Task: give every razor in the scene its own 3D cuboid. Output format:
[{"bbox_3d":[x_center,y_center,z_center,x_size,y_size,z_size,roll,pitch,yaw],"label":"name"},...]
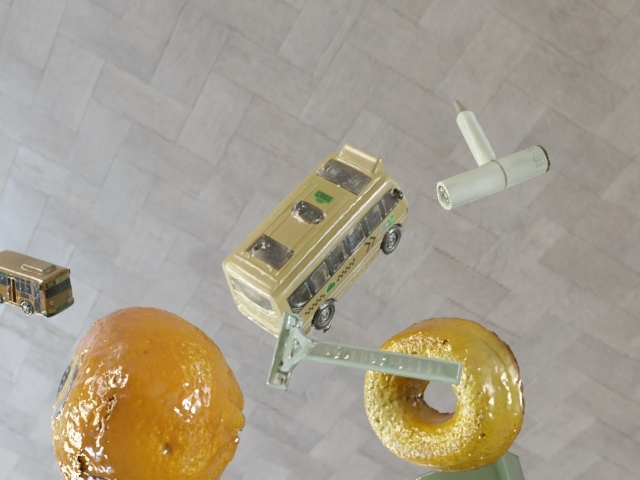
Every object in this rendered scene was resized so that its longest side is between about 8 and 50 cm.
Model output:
[{"bbox_3d":[0.057,0.163,1.128,0.277,0.111,0.056,3,158,27],"label":"razor"}]

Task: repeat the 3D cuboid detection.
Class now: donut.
[{"bbox_3d":[0.192,0.261,1.370,0.277,0.108,0.278,-1,89,36],"label":"donut"}]

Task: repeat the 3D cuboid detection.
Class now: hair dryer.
[{"bbox_3d":[0.200,-0.131,1.129,0.154,0.183,0.044,-21,141,-14],"label":"hair dryer"}]

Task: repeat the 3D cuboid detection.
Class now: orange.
[{"bbox_3d":[-0.111,0.113,0.530,0.117,0.136,0.135,29,127,-19],"label":"orange"}]

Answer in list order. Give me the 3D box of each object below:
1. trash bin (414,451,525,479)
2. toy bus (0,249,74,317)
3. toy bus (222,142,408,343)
[{"bbox_3d":[0.374,0.663,1.799,0.222,0.344,0.158,-28,147,20],"label":"trash bin"},{"bbox_3d":[-0.610,0.087,1.709,0.182,0.091,0.103,15,115,22],"label":"toy bus"},{"bbox_3d":[0.000,0.000,1.519,0.176,0.365,0.202,28,154,31],"label":"toy bus"}]
